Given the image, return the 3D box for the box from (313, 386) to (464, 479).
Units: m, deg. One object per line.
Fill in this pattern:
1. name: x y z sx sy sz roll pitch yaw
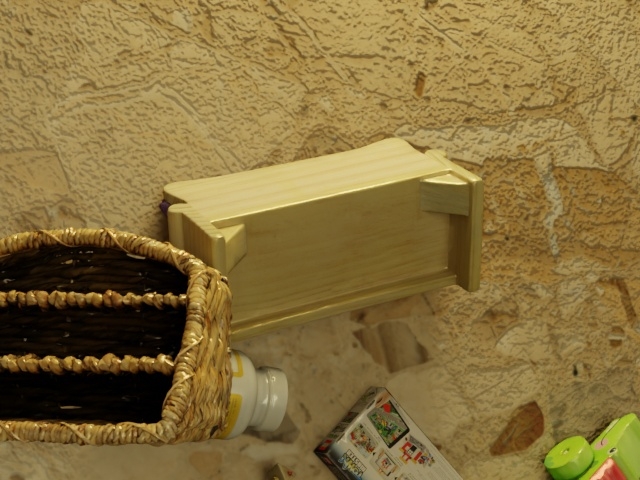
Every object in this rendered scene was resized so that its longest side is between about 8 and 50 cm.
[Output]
1. box: 0.098 0.291 1.596 0.114 0.036 0.207 -45 104 -21

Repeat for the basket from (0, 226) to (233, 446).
1. basket: -0.248 0.090 1.285 0.299 0.223 0.213 1 84 11

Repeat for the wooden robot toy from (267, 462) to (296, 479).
1. wooden robot toy: -0.012 0.337 1.526 0.079 0.076 0.173 -10 91 -36

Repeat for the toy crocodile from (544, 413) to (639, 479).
1. toy crocodile: 0.308 0.347 1.651 0.340 0.105 0.115 -36 101 -23

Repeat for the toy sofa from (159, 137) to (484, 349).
1. toy sofa: 0.000 0.000 1.530 0.362 0.177 0.150 -13 116 -25

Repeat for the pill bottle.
1. pill bottle: -0.135 0.168 1.461 0.184 0.103 0.103 11 81 -24
